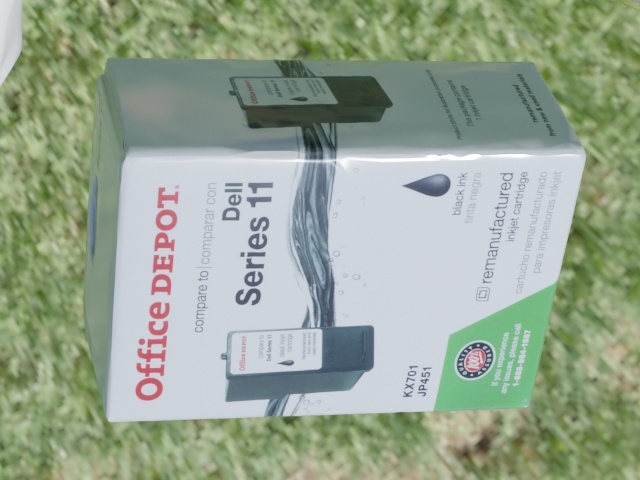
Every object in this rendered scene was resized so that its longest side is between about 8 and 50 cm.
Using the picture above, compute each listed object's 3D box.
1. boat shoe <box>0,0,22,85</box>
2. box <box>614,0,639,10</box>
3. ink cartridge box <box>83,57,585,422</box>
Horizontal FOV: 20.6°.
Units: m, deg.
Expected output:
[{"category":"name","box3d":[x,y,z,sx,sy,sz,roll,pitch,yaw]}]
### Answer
[{"category":"boat shoe","box3d":[-0.108,-0.060,0.388,0.084,0.095,0.258,7,113,-58]},{"category":"box","box3d":[0.130,-0.091,0.210,0.290,0.279,0.177,19,99,-6]},{"category":"ink cartridge box","box3d":[0.000,0.000,0.812,0.208,0.087,0.153,-1,125,-12]}]
